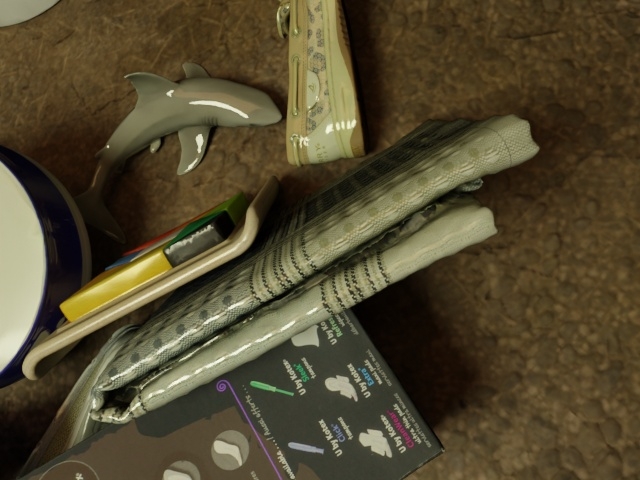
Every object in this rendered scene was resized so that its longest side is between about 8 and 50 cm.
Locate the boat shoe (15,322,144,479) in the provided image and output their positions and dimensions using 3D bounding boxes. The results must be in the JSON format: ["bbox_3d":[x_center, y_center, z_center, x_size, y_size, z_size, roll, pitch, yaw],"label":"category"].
[{"bbox_3d":[-0.240,0.238,0.584,0.103,0.118,0.321,16,81,58],"label":"boat shoe"}]

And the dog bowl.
[{"bbox_3d":[-0.369,0.026,0.564,0.264,0.104,0.265,0,89,-1],"label":"dog bowl"}]

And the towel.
[{"bbox_3d":[0.000,0.000,0.489,0.324,0.312,0.056,-32,99,6],"label":"towel"}]

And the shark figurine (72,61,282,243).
[{"bbox_3d":[-0.203,-0.132,0.669,0.278,0.116,0.166,-34,67,3],"label":"shark figurine"}]

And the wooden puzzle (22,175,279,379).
[{"bbox_3d":[-0.147,0.017,0.560,0.238,0.221,0.044,-32,102,8],"label":"wooden puzzle"}]

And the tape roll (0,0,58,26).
[{"bbox_3d":[-0.460,-0.454,0.841,0.286,0.100,0.286,-4,74,15],"label":"tape roll"}]

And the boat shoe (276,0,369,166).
[{"bbox_3d":[-0.012,-0.220,0.639,0.089,0.104,0.286,-12,72,10],"label":"boat shoe"}]

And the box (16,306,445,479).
[{"bbox_3d":[-0.064,0.182,0.469,0.270,0.165,0.143,-30,72,-13],"label":"box"}]
